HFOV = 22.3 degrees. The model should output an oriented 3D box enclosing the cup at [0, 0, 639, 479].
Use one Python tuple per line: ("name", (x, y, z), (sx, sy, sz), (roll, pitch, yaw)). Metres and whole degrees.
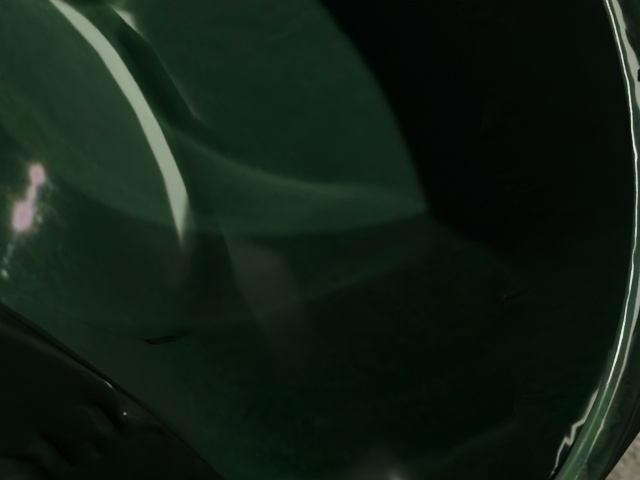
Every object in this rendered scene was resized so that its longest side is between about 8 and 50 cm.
("cup", (-0.011, -0.022, 0.619), (0.401, 0.392, 0.310), (-34, 83, 28))
